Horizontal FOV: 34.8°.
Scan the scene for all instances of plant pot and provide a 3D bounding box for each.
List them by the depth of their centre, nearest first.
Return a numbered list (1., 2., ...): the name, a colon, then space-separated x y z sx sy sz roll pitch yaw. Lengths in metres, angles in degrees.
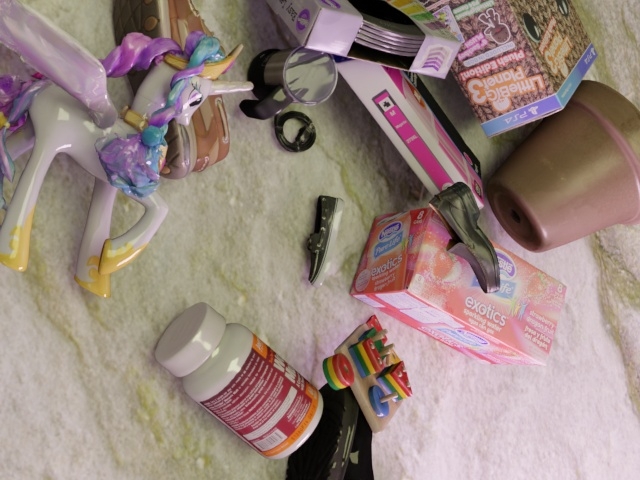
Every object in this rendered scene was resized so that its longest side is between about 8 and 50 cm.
1. plant pot: 0.409 -0.098 1.692 0.229 0.263 0.263 -34 105 -13

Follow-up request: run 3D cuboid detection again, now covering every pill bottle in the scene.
1. pill bottle: -0.110 0.190 1.386 0.221 0.121 0.121 44 65 -22

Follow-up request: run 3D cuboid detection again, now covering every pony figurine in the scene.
1. pony figurine: -0.299 -0.146 1.218 0.351 0.303 0.363 29 94 -20

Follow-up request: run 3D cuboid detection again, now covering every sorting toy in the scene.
1. sorting toy: 0.088 0.188 1.471 0.132 0.046 0.274 64 21 -2

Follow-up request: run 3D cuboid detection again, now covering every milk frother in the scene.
1. milk frother: -0.029 -0.201 1.461 0.143 0.135 0.129 32 84 -25

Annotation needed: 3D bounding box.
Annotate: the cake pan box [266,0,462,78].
1. cake pan box: 0.043 -0.335 1.465 0.245 0.267 0.070 6 124 -30

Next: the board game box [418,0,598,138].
1. board game box: 0.297 -0.356 1.644 0.291 0.141 0.232 58 39 -15

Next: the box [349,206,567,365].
1. box: 0.218 0.077 1.590 0.300 0.154 0.142 28 71 -27

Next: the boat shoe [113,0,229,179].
1. boat shoe: -0.195 -0.248 1.380 0.116 0.123 0.324 -13 100 -40

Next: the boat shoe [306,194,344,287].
1. boat shoe: 0.000 0.000 1.522 0.040 0.049 0.142 17 74 -11

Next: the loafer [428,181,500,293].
1. loafer: 0.208 0.003 1.473 0.061 0.062 0.170 -24 93 -12

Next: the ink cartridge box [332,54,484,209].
1. ink cartridge box: 0.122 -0.209 1.551 0.371 0.069 0.176 49 23 -17

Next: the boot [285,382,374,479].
1. boot: 0.082 0.390 1.488 0.260 0.131 0.348 13 84 -29
